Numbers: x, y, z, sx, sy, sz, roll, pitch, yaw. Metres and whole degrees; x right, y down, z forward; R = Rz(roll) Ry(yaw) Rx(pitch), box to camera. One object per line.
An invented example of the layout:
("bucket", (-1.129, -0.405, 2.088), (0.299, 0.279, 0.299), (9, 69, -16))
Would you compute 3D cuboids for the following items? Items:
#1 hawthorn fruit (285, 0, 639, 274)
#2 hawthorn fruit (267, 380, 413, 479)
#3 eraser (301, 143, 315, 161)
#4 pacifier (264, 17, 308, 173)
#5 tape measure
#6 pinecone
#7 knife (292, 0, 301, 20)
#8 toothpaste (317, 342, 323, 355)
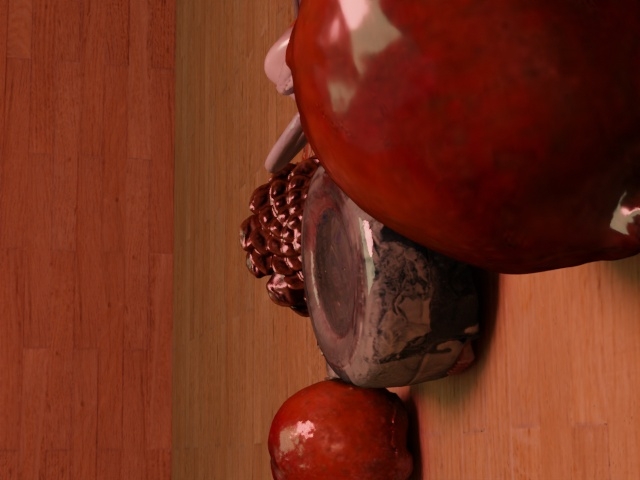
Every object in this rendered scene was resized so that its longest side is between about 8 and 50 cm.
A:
("hawthorn fruit", (0.134, -0.126, 0.942), (0.308, 0.324, 0.308), (-52, -3, -4))
("hawthorn fruit", (0.022, 0.245, 1.460), (0.173, 0.173, 0.173), (-178, 90, -74))
("eraser", (0.014, -0.078, 1.773), (0.230, 0.038, 0.157), (-120, 36, -64))
("pacifier", (0.081, -0.155, 1.192), (0.299, 0.233, 0.244), (-52, 4, -26))
("tape measure", (0.072, 0.028, 1.332), (0.275, 0.147, 0.256), (157, 107, -71))
("pinecone", (0.000, 0.000, 1.545), (0.208, 0.207, 0.208), (-178, 90, -74))
("knife", (-0.020, -0.316, 1.920), (0.073, 0.040, 0.266), (96, 168, -57))
("toothpaste", (0.003, 0.128, 1.818), (0.027, 0.019, 0.083), (68, -163, -66))
